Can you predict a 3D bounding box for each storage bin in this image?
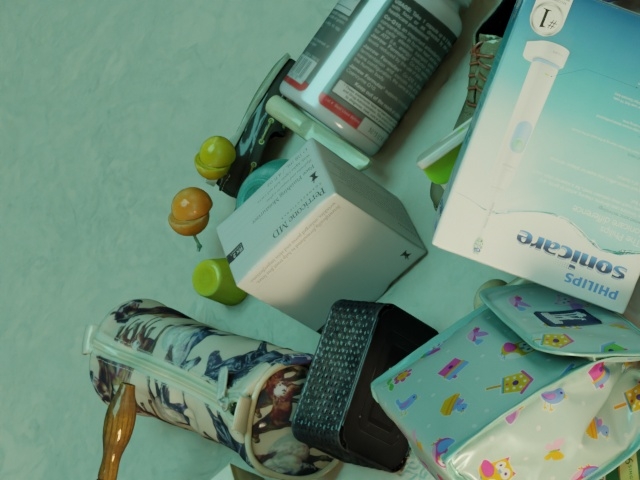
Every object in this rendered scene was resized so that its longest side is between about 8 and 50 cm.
[{"bbox_3d":[0.057,0.170,1.663,0.084,0.122,0.180,4,68,47],"label":"storage bin"}]

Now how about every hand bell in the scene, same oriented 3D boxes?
[{"bbox_3d":[-0.270,0.300,1.790,0.126,0.126,0.242,12,88,49],"label":"hand bell"}]

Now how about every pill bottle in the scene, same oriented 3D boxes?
[{"bbox_3d":[0.087,-0.271,1.886,0.283,0.161,0.161,-54,40,4],"label":"pill bottle"}]

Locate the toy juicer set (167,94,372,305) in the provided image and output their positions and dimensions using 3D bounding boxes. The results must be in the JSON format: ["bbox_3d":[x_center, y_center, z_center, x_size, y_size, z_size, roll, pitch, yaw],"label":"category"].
[{"bbox_3d":[-0.078,-0.078,1.966,0.329,0.089,0.209,-42,63,23],"label":"toy juicer set"}]

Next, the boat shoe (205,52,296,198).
[{"bbox_3d":[-0.085,-0.167,2.073,0.227,0.069,0.081,-60,4,-6],"label":"boat shoe"}]

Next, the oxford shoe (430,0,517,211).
[{"bbox_3d":[0.210,-0.192,1.731,0.123,0.130,0.348,18,80,50],"label":"oxford shoe"}]

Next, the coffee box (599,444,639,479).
[{"bbox_3d":[0.259,0.287,1.443,0.184,0.040,0.113,-23,50,34],"label":"coffee box"}]

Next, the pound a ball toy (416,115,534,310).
[{"bbox_3d":[0.261,-0.078,1.617,0.319,0.208,0.136,-37,4,12],"label":"pound a ball toy"}]

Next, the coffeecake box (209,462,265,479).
[{"bbox_3d":[-0.140,0.395,1.762,0.185,0.068,0.142,-41,42,19],"label":"coffeecake box"}]

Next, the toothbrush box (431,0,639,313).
[{"bbox_3d":[0.266,-0.102,1.478,0.126,0.216,0.295,-64,-7,-80],"label":"toothbrush box"}]

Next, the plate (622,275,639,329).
[{"bbox_3d":[0.446,0.048,1.402,0.277,0.045,0.278,-44,42,16],"label":"plate"}]

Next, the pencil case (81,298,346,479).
[{"bbox_3d":[-0.146,0.183,1.818,0.410,0.183,0.160,13,75,50],"label":"pencil case"}]

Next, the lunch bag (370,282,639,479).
[{"bbox_3d":[0.215,0.155,1.458,0.262,0.160,0.223,-36,23,-5],"label":"lunch bag"}]

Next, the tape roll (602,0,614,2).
[{"bbox_3d":[0.338,-0.378,1.675,0.080,0.189,0.189,-7,61,45],"label":"tape roll"}]

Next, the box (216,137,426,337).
[{"bbox_3d":[0.000,0.000,1.784,0.181,0.182,0.119,-43,41,17],"label":"box"}]
